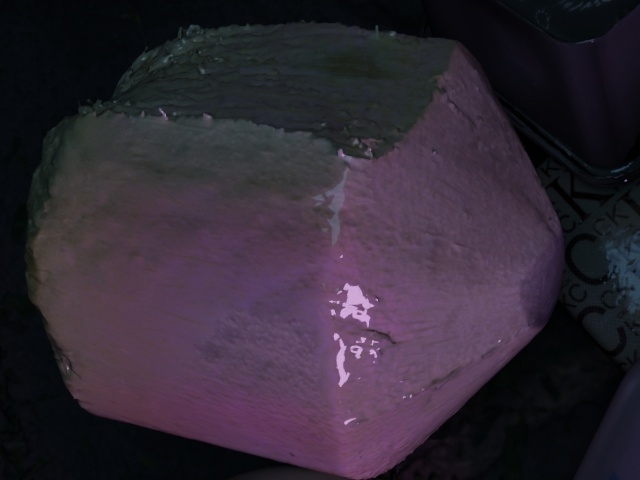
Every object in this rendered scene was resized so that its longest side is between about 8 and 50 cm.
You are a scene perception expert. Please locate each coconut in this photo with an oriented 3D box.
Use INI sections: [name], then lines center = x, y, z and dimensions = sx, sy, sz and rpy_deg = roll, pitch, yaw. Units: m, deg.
[coconut]
center = 0.000, 0.000, 0.689
dimensions = 0.309, 0.297, 0.298
rpy_deg = 5, 80, 18

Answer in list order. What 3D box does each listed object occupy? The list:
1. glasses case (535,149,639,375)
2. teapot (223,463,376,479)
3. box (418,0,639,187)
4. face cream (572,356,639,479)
[glasses case]
center = 0.276, 0.068, 0.714
dimensions = 0.137, 0.085, 0.355
rpy_deg = -44, 72, 7
[teapot]
center = 0.029, 0.220, 0.664
dimensions = 0.318, 0.220, 0.149
rpy_deg = -42, 31, 30
[box]
center = 0.166, -0.172, 0.726
dimensions = 0.163, 0.135, 0.243
rpy_deg = -40, 51, -1
[face cream]
center = 0.244, 0.141, 0.629
dimensions = 0.163, 0.080, 0.337
rpy_deg = 31, 121, 25
